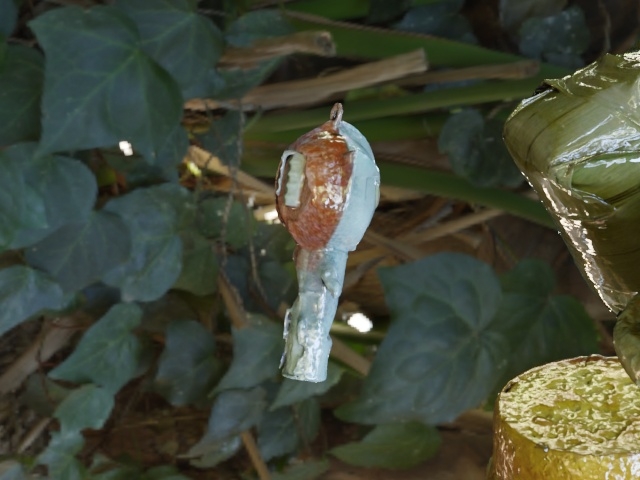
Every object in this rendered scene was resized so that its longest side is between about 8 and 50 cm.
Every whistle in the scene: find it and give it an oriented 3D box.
[{"bbox_3d":[-0.001,0.000,1.109,0.133,0.142,0.347,8,91,-46],"label":"whistle"}]

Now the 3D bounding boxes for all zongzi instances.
[{"bbox_3d":[0.387,-0.102,0.876,0.323,0.360,0.160,48,2,-45],"label":"zongzi"}]

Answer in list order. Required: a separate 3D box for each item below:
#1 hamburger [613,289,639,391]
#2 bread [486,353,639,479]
[{"bbox_3d":[0.345,0.053,0.706,0.287,0.192,0.168,6,113,-33],"label":"hamburger"},{"bbox_3d":[0.474,0.353,1.518,0.398,0.397,0.216,-55,138,-64],"label":"bread"}]
